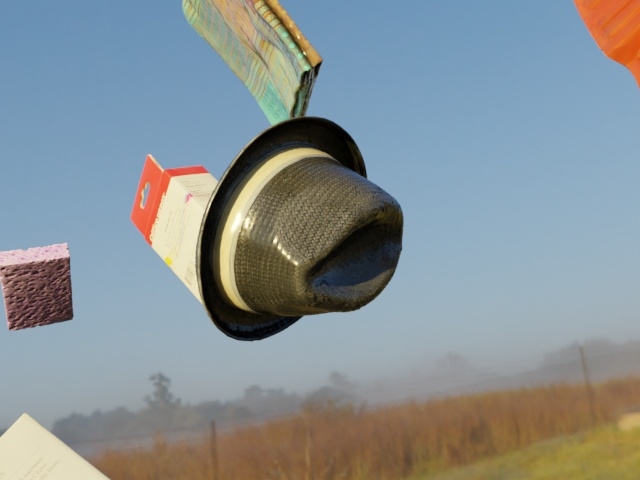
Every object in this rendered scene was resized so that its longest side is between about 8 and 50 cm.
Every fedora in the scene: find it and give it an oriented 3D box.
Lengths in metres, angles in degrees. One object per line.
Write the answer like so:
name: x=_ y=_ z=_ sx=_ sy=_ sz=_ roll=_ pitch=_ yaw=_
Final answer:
fedora: x=0.000 y=0.000 z=1.192 sx=0.153 sy=0.334 sz=0.334 roll=18 pitch=2 yaw=35

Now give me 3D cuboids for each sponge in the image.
sponge: x=-0.494 y=0.084 z=1.614 sx=0.117 sy=0.031 sz=0.210 roll=-10 pitch=-33 yaw=-20

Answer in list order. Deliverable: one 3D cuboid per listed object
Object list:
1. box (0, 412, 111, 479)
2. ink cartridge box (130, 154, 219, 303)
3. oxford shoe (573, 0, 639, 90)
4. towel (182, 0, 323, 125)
box: x=-0.290 y=0.405 z=1.055 sx=0.215 sy=0.345 sz=0.168 roll=-50 pitch=-3 yaw=-44
ink cartridge box: x=-0.187 y=-0.020 z=1.398 sx=0.078 sy=0.231 sz=0.134 roll=-11 pitch=-45 yaw=-43
oxford shoe: x=0.207 y=-0.059 z=0.430 sx=0.098 sy=0.271 sz=0.097 roll=8 pitch=-32 yaw=-30
towel: x=-0.103 y=-0.277 z=1.227 sx=0.040 sy=0.271 sz=0.370 roll=-38 pitch=-2 yaw=-8
